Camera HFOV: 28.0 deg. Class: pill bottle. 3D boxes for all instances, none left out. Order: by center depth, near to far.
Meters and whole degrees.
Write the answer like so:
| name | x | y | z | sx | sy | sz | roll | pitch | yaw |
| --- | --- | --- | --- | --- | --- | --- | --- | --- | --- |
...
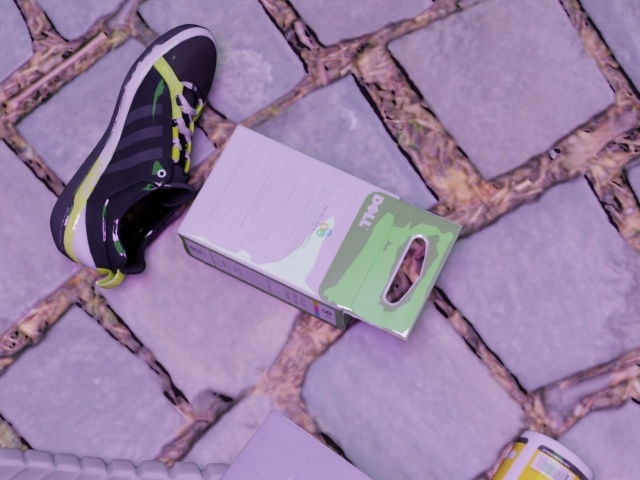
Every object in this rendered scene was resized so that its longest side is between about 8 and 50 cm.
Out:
| name | x | y | z | sx | sy | sz | roll | pitch | yaw |
| --- | --- | --- | --- | --- | --- | --- | --- | --- | --- |
| pill bottle | 0.149 | 0.206 | 0.962 | 0.065 | 0.065 | 0.116 | 34 | 75 | 16 |

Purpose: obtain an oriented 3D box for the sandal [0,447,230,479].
| name | x | y | z | sx | sy | sz | roll | pitch | yaw |
| --- | --- | --- | --- | --- | --- | --- | --- | --- | --- |
| sandal | -0.167 | 0.230 | 0.949 | 0.416 | 0.169 | 0.102 | 1 | 101 | 6 |

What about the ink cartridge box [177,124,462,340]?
| name | x | y | z | sx | sy | sz | roll | pitch | yaw |
| --- | --- | --- | --- | --- | --- | --- | --- | --- | --- |
| ink cartridge box | 0.000 | 0.000 | 1.053 | 0.209 | 0.062 | 0.109 | 25 | 73 | 13 |

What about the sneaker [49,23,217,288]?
| name | x | y | z | sx | sy | sz | roll | pitch | yaw |
| --- | --- | --- | --- | --- | --- | --- | --- | --- | --- |
| sneaker | -0.131 | -0.067 | 1.075 | 0.097 | 0.084 | 0.235 | 25 | 84 | 29 |

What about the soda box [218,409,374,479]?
| name | x | y | z | sx | sy | sz | roll | pitch | yaw |
| --- | --- | --- | --- | --- | --- | --- | --- | --- | --- |
| soda box | 0.058 | 0.229 | 0.790 | 0.286 | 0.091 | 0.098 | 31 | 74 | 25 |
